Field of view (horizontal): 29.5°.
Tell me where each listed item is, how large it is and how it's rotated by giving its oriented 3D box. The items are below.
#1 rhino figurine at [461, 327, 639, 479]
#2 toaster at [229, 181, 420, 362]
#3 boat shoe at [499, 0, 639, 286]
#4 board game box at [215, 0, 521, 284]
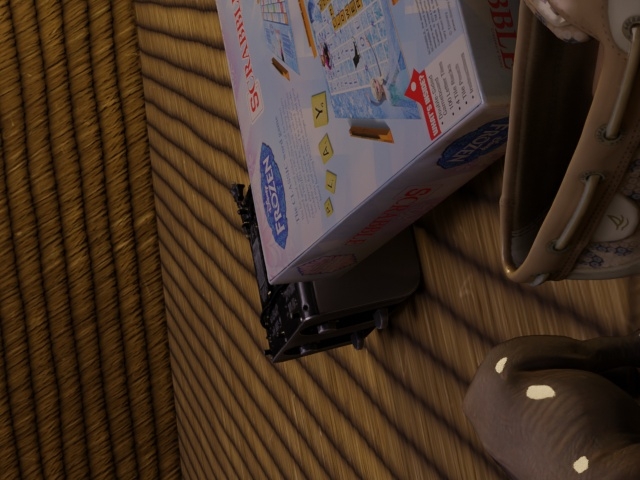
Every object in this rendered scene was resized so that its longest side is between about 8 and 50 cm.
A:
[{"bbox_3d":[0.144,0.116,0.546,0.243,0.106,0.073,-121,27,-58],"label":"rhino figurine"},{"bbox_3d":[0.000,0.000,1.040,0.168,0.110,0.185,124,136,-67],"label":"toaster"},{"bbox_3d":[0.111,-0.079,0.488,0.104,0.089,0.285,-103,-1,-47],"label":"boat shoe"},{"bbox_3d":[0.021,-0.168,0.839,0.318,0.066,0.318,-39,58,58],"label":"board game box"}]
